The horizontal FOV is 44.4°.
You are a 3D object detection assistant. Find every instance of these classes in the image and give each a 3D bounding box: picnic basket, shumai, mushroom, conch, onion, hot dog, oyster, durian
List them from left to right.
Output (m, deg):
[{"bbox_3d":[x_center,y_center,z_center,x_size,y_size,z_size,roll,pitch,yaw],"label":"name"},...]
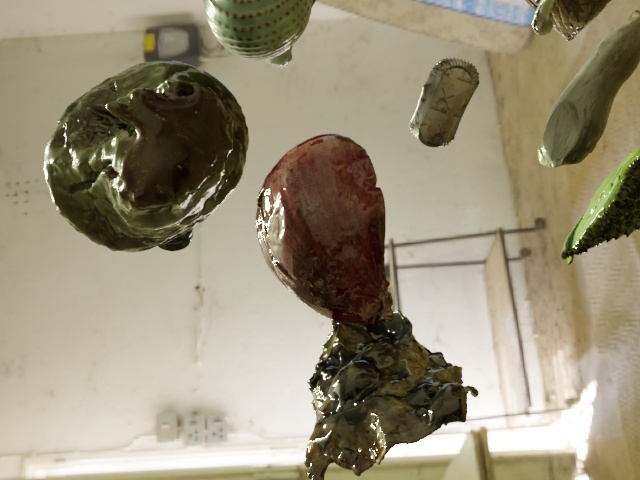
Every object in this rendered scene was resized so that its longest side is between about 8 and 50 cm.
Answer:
[{"bbox_3d":[-0.298,-0.157,1.389,0.324,0.397,0.323,57,170,-11],"label":"shumai"},{"bbox_3d":[-0.104,-0.487,1.545,0.303,0.215,0.319,-55,5,-16],"label":"conch"},{"bbox_3d":[0.000,0.000,1.033,0.283,0.120,0.227,59,141,31],"label":"onion"},{"bbox_3d":[0.077,0.164,1.010,0.361,0.221,0.096,-86,-23,-71],"label":"oyster"},{"bbox_3d":[0.251,-0.282,1.607,0.059,0.108,0.191,-93,21,-61],"label":"hot dog"},{"bbox_3d":[0.495,-0.514,1.617,0.178,0.128,0.138,47,174,2],"label":"picnic basket"},{"bbox_3d":[0.533,-0.288,1.512,0.351,0.109,0.097,-59,29,3],"label":"mushroom"},{"bbox_3d":[0.686,-0.089,1.774,0.375,0.106,0.132,-55,16,19],"label":"durian"}]

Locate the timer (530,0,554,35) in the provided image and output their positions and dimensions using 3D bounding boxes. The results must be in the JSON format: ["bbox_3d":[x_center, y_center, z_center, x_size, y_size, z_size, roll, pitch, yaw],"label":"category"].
[{"bbox_3d":[0.304,-0.343,0.898,0.266,0.175,0.175,165,102,-71],"label":"timer"}]

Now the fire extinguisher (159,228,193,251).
[{"bbox_3d":[-0.319,-0.112,1.726,0.095,0.114,0.311,41,146,23],"label":"fire extinguisher"}]
